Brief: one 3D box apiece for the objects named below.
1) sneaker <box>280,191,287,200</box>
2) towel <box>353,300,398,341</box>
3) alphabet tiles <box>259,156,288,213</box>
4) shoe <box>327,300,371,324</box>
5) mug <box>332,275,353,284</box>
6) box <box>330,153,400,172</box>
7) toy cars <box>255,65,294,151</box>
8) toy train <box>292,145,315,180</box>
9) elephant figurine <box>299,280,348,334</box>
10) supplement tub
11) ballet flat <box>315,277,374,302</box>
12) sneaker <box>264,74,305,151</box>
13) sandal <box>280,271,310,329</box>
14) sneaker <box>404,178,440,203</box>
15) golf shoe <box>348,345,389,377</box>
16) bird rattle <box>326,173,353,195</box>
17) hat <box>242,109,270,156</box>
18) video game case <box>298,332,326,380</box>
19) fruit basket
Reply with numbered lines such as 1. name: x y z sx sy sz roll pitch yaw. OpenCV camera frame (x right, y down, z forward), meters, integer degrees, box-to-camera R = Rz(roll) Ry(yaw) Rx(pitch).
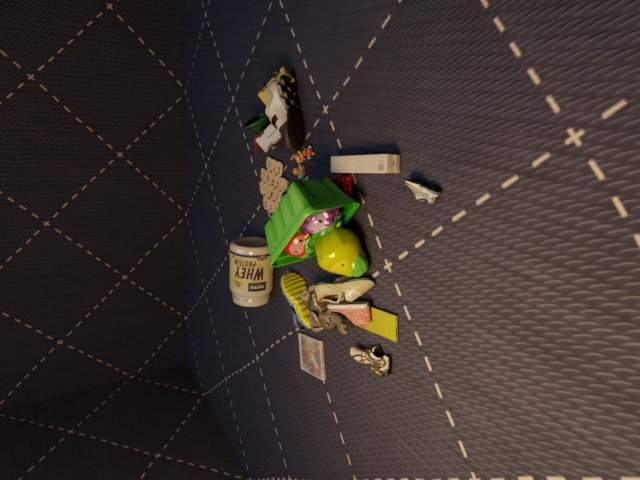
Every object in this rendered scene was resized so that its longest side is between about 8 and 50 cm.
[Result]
1. sneaker: -0.131 -0.185 1.946 0.152 0.058 0.084 61 147 24
2. towel: 0.203 0.297 1.556 0.237 0.021 0.102 10 107 56
3. alphabet tiles: -0.240 -0.277 2.138 0.284 0.021 0.277 32 122 50
4. shoe: 0.108 0.275 1.580 0.178 0.064 0.081 -6 96 32
5. mug: 0.085 0.176 1.674 0.078 0.064 0.062 -55 52 46
6. box: 0.152 -0.272 1.490 0.324 0.063 0.067 13 105 56
7. toy cars: -0.202 -0.607 1.954 0.177 0.087 0.393 15 115 17
8. toy train: -0.080 -0.343 1.854 0.125 0.046 0.166 34 123 50
9. elephant figurine: 0.016 0.302 1.718 0.170 0.186 0.239 -29 72 12
10. supplement tub: -0.363 0.162 2.210 0.235 0.236 0.324 26 117 53
11. ballet flat: 0.089 0.198 1.584 0.249 0.086 0.086 -10 87 32
12. sneaker: -0.167 -0.540 1.844 0.146 0.123 0.330 -13 87 38
13. sandal: -0.109 0.293 1.951 0.317 0.126 0.138 64 147 30
14. sneaker: 0.305 -0.150 1.287 0.135 0.052 0.057 41 133 47
15. golf shoe: 0.188 0.428 1.564 0.198 0.077 0.093 21 103 47
16. bird rattle: 0.046 -0.154 1.668 0.254 0.143 0.206 -9 99 45
17. hat: -0.280 -0.543 2.128 0.183 0.173 0.209 58 164 -27
18. video game case: -0.043 0.544 1.977 0.201 0.023 0.183 1 96 57
19. fruit basket: 0.000 0.000 1.545 0.392 0.283 0.391 18 114 47
